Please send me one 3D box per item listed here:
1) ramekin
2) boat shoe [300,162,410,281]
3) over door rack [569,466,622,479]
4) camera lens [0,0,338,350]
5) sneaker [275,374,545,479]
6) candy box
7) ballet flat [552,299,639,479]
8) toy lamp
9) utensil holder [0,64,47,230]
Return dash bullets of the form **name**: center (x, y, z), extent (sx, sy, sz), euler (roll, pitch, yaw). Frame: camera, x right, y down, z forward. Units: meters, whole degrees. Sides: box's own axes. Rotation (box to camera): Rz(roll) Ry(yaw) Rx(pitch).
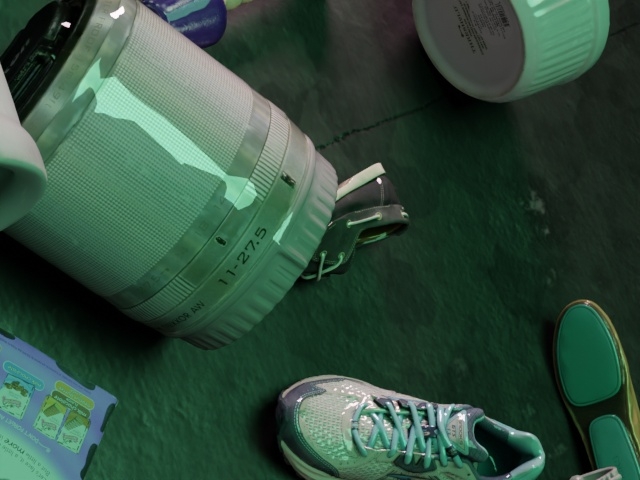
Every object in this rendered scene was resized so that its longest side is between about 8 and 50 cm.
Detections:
- **ramekin**: center (0.191, -0.244, 1.662), extent (0.109, 0.207, 0.207), euler (-30, 93, -31)
- **boat shoe**: center (0.000, 0.000, 1.495), extent (0.233, 0.084, 0.079), euler (-30, 92, -44)
- **over door rack**: center (0.235, 0.373, 1.503), extent (0.324, 0.108, 0.239), euler (-17, 84, -58)
- **camera lens**: center (-0.151, -0.062, 1.312), extent (0.274, 0.219, 0.219), euler (36, 55, -22)
- **sneaker**: center (0.089, 0.179, 1.470), extent (0.283, 0.122, 0.110), euler (16, 64, -32)
- **candy box**: center (-0.273, 0.173, 1.227), extent (0.165, 0.070, 0.196), euler (36, 54, -22)
- **ballet flat**: center (0.304, 0.178, 1.683), extent (0.073, 0.080, 0.232), euler (8, 68, -66)
- **toy lamp**: center (-0.070, -0.247, 1.541), extent (0.275, 0.080, 0.080), euler (-28, 91, -42)
- **utensil holder**: center (-0.404, -0.170, 1.097), extent (0.328, 0.327, 0.385), euler (-11, 77, -40)
